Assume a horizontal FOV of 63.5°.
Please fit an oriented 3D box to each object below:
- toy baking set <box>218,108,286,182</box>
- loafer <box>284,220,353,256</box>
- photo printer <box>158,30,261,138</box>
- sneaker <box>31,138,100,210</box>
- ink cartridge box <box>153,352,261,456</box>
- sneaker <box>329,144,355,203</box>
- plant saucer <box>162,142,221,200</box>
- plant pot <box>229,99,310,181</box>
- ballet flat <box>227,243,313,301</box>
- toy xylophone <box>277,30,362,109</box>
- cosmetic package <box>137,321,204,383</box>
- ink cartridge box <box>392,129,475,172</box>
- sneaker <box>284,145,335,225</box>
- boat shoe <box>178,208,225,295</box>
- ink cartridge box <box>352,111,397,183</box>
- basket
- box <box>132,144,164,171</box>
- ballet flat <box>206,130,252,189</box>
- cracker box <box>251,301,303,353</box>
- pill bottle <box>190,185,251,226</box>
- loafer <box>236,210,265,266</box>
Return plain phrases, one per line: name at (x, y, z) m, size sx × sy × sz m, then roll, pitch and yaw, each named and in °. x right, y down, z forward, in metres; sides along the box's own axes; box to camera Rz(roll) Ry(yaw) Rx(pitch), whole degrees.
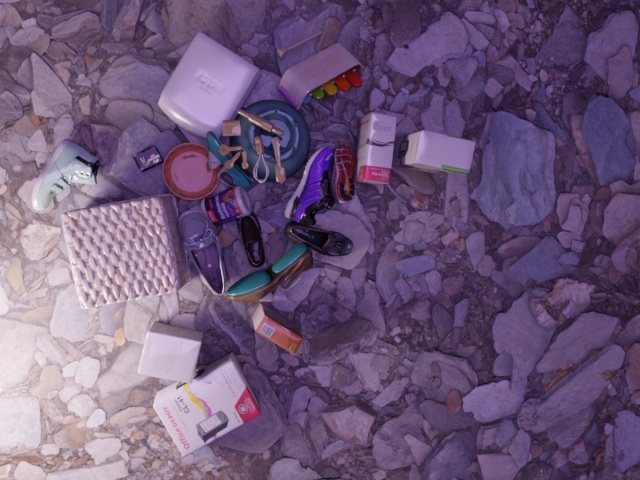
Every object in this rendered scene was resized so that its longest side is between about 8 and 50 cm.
toy baking set at (-0.208, -0.298, 1.661) m, size 0.256 × 0.030 × 0.197 m, roll 23°, pitch 100°, yaw -1°
loafer at (0.000, 0.000, 1.884) m, size 0.267 × 0.084 × 0.096 m, roll 17°, pitch 90°, yaw -11°
photo printer at (-0.386, -0.513, 1.769) m, size 0.256 × 0.107 × 0.307 m, roll 31°, pitch 88°, yaw -11°
sneaker at (-0.834, -0.191, 1.709) m, size 0.151 × 0.094 × 0.256 m, roll 27°, pitch 86°, yaw -5°
ink cartridge box at (-0.394, 0.575, 1.825) m, size 0.306 × 0.131 × 0.226 m, roll -28°, pitch 98°, yaw -9°
sneaker at (0.068, -0.242, 1.882) m, size 0.088 × 0.092 × 0.225 m, roll 12°, pitch 73°, yaw -29°
plant saucer at (-0.450, -0.241, 1.810) m, size 0.200 × 0.037 × 0.200 m, roll -1°, pitch 95°, yaw -11°
plant pot at (-0.164, -0.351, 1.776) m, size 0.293 × 0.196 × 0.293 m, roll -1°, pitch 94°, yaw -11°
ballet flat at (-0.166, 0.144, 1.862) m, size 0.342 × 0.116 × 0.124 m, roll -34°, pitch 124°, yaw -11°
toy xylophone at (-0.008, -0.603, 1.810) m, size 0.322 × 0.081 × 0.236 m, roll -26°, pitch 71°, yaw -18°
cosmetic package at (-0.509, 0.383, 1.780) m, size 0.183 × 0.151 × 0.151 m, roll 14°, pitch 91°, yaw -10°
ink cartridge box at (0.392, -0.309, 1.844) m, size 0.198 × 0.273 × 0.115 m, roll 9°, pitch 94°, yaw -11°
sneaker at (-0.001, -0.183, 1.841) m, size 0.146 × 0.102 × 0.293 m, roll 28°, pitch 96°, yaw 17°
boat shoe at (-0.388, 0.041, 1.745) m, size 0.118 × 0.103 × 0.320 m, roll -20°, pitch 124°, yaw -16°
ink cartridge box at (0.191, -0.323, 1.855) m, size 0.100 × 0.172 × 0.237 m, roll 6°, pitch 92°, yaw -12°
basket at (-0.618, 0.025, 1.682) m, size 0.328 × 0.266 × 0.331 m, roll -10°, pitch 94°, yaw -9°
box at (-0.591, -0.281, 1.774) m, size 0.083 × 0.052 × 0.062 m, roll -28°, pitch 99°, yaw -6°
ballet flat at (-0.331, -0.256, 1.773) m, size 0.087 × 0.083 × 0.247 m, roll -41°, pitch 126°, yaw -6°
cracker box at (-0.154, 0.301, 1.799) m, size 0.155 × 0.232 × 0.067 m, roll 33°, pitch 88°, yaw -11°
pill bottle at (-0.346, -0.109, 1.788) m, size 0.193 × 0.108 × 0.108 m, roll -19°, pitch 97°, yaw 10°
loafer at (-0.240, -0.009, 1.842) m, size 0.080 × 0.078 × 0.220 m, roll -18°, pitch 97°, yaw -9°
